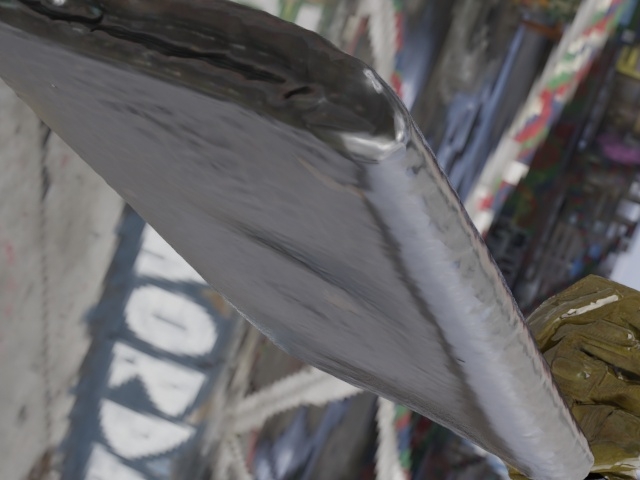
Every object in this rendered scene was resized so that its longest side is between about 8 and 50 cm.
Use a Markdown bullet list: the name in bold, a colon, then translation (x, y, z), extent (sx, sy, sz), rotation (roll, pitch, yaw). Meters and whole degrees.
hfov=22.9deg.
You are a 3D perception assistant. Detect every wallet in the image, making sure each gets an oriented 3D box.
- **wallet**: translation (0.000, 0.000, 0.561), extent (0.044, 0.170, 0.321), rotation (-59, 152, -13)

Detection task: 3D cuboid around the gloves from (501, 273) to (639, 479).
- **gloves**: translation (0.183, 0.106, 1.045), extent (0.154, 0.141, 0.331), rotation (-43, 176, 1)
